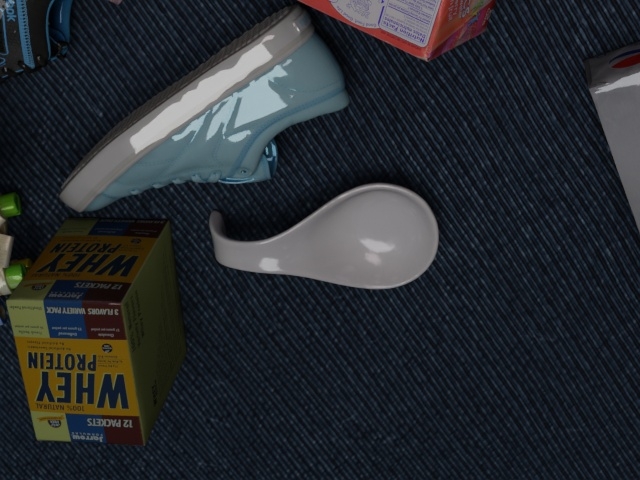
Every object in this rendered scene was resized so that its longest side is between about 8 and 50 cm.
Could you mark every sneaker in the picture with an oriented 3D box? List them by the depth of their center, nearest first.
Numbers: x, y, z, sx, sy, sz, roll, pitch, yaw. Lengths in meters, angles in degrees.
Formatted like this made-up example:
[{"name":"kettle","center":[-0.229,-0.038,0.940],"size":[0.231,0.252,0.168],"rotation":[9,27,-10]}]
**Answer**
[{"name":"sneaker","center":[-0.363,-0.214,1.299],"size":[0.140,0.125,0.341],"rotation":[36,118,-9]},{"name":"sneaker","center":[-0.129,-0.104,1.314],"size":[0.366,0.135,0.150],"rotation":[-30,106,24]}]

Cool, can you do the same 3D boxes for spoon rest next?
[{"name":"spoon rest","center":[0.000,0.000,1.376],"size":[0.276,0.084,0.137],"rotation":[-3,118,13]}]

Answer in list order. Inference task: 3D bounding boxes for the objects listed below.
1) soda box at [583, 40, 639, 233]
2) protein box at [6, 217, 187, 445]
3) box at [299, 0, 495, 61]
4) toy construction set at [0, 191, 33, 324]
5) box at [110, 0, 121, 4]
[{"name":"soda box","center":[0.374,-0.071,1.266],"size":[0.098,0.091,0.286],"rotation":[-17,114,18]},{"name":"protein box","center":[-0.259,0.105,1.410],"size":[0.136,0.201,0.199],"rotation":[1,118,9]},{"name":"box","center":[0.026,-0.307,1.116],"size":[0.300,0.142,0.154],"rotation":[28,122,20]},{"name":"toy construction set","center":[-0.418,-0.007,1.337],"size":[0.151,0.328,0.215],"rotation":[-11,84,-10]},{"name":"box","center":[-0.275,-0.357,1.151],"size":[0.257,0.122,0.128],"rotation":[24,158,-20]}]
